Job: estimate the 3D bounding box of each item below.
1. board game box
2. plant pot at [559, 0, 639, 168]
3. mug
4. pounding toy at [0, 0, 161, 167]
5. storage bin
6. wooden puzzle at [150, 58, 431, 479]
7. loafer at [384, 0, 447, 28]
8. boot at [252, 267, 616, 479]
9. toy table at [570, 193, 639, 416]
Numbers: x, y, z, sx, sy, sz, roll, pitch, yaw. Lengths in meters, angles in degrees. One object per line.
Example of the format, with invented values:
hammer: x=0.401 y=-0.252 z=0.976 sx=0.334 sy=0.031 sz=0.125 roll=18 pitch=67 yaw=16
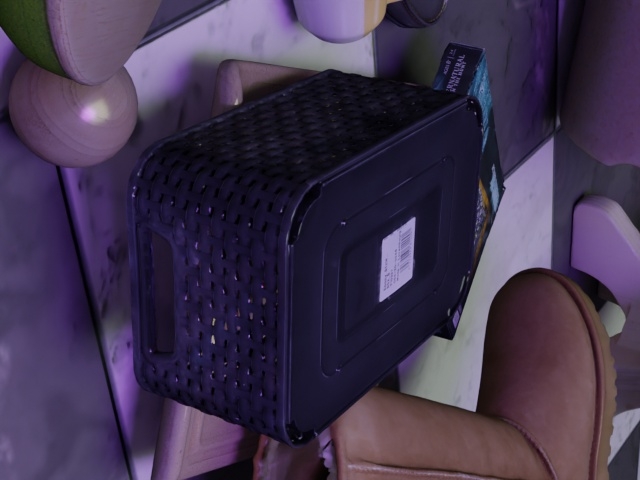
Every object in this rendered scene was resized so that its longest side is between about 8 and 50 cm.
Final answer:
board game box: x=0.085 y=-0.025 z=0.765 sx=0.186 sy=0.026 sz=0.126 roll=65 pitch=43 yaw=-61
plant pot: x=0.331 y=-0.190 z=0.872 sx=0.334 sy=0.334 sz=0.305 roll=-16 pitch=129 yaw=-53
mug: x=0.017 y=-0.137 z=0.610 sx=0.064 sy=0.078 sz=0.062 roll=85 pitch=26 yaw=-45
pounding toy: x=-0.106 y=-0.146 z=0.417 sx=0.237 sy=0.110 sz=0.182 roll=104 pitch=3 yaw=-70
storage bin: x=0.000 y=0.000 z=0.550 sx=0.180 sy=0.084 sz=0.122 roll=-32 pitch=130 yaw=-51
wooden puzzle: x=-0.014 y=0.013 z=0.668 sx=0.239 sy=0.044 sz=0.220 roll=-7 pitch=110 yaw=-60
loafer: x=0.047 y=-0.179 z=0.643 sx=0.062 sy=0.061 sz=0.170 roll=-59 pitch=146 yaw=-21
boot: x=0.078 y=0.108 z=0.706 sx=0.270 sy=0.089 sz=0.236 roll=16 pitch=62 yaw=-44
toy table: x=0.304 y=0.089 z=1.068 sx=0.274 sy=0.161 sz=0.252 roll=-22 pitch=123 yaw=-50
